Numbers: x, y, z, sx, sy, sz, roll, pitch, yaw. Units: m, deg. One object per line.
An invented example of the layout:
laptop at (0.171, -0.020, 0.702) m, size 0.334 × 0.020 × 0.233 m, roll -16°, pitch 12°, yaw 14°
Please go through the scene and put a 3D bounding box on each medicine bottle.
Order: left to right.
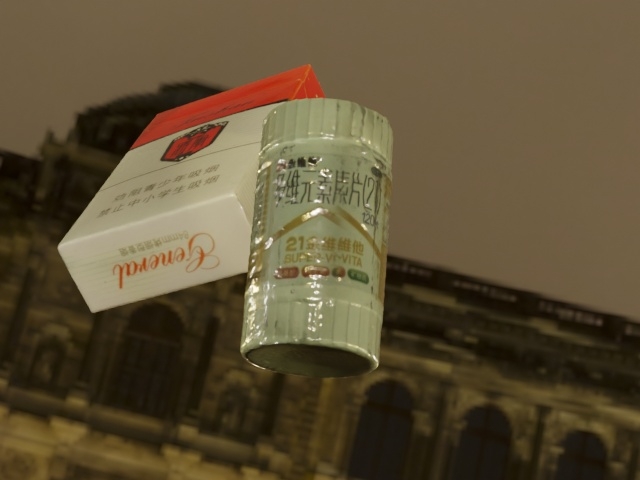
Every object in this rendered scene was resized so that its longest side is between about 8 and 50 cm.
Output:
medicine bottle at (0.000, 0.000, 0.461) m, size 0.047 × 0.083 × 0.047 m, roll 5°, pitch -20°, yaw 2°

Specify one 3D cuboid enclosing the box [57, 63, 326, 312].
box at (-0.057, -0.029, 0.710) m, size 0.100 × 0.152 × 0.048 m, roll -13°, pitch -67°, yaw 21°
